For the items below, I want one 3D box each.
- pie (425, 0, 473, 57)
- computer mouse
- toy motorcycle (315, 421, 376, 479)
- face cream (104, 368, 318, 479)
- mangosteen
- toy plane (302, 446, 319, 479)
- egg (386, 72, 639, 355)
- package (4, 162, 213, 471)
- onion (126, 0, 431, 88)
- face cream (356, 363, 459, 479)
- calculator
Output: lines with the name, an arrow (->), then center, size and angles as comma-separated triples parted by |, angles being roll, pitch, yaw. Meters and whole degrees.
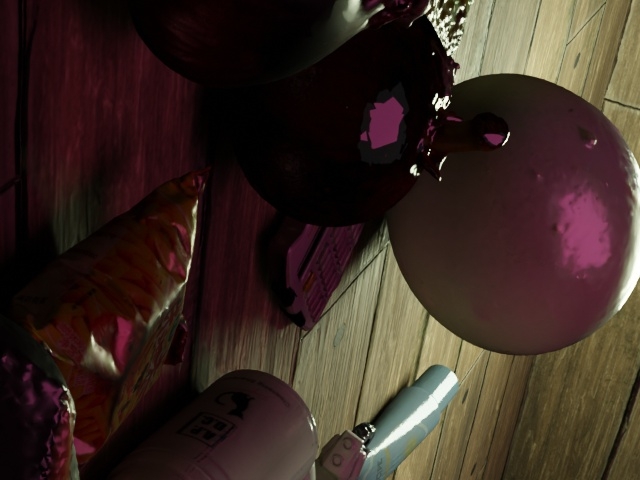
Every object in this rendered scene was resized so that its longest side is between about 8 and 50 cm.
pie -> 0.135, -0.292, 1.589 | 0.302, 0.067, 0.302 | -56, 158, -37
computer mouse -> -0.242, 0.172, 0.846 | 0.116, 0.183, 0.323 | -92, -177, -48
toy motorcycle -> -0.015, 0.363, 1.802 | 0.204, 0.108, 0.239 | -8, 117, -69
face cream -> -0.141, 0.263, 1.280 | 0.369, 0.145, 0.145 | -38, 144, -59
mangosteen -> 0.050, -0.119, 1.224 | 0.235, 0.261, 0.235 | -54, 154, -41
toy plane -> -0.057, 0.323, 1.550 | 0.252, 0.118, 0.252 | 175, -90, -82
egg -> 0.245, -0.062, 1.728 | 0.354, 0.354, 0.340 | -63, 149, -17
package -> -0.181, 0.078, 1.025 | 0.288, 0.108, 0.223 | -54, 169, -53
onion -> -0.007, -0.217, 0.963 | 0.273, 0.285, 0.273 | -58, -179, 2
face cream -> 0.119, 0.334, 2.199 | 0.385, 0.086, 0.136 | -41, 147, -47
calculator -> -0.001, 0.000, 1.568 | 0.294, 0.043, 0.194 | 72, 42, -67
